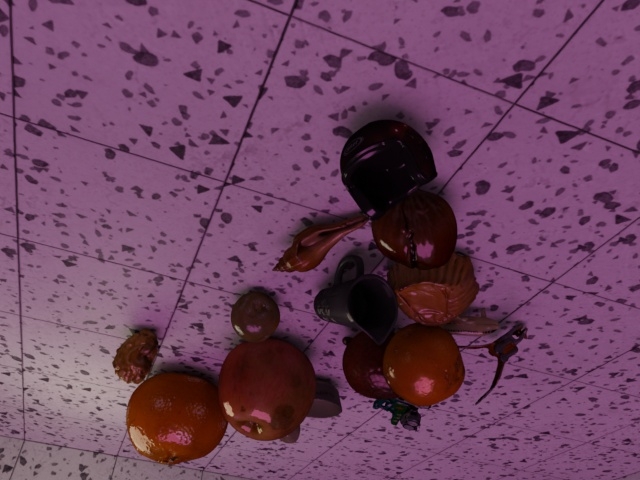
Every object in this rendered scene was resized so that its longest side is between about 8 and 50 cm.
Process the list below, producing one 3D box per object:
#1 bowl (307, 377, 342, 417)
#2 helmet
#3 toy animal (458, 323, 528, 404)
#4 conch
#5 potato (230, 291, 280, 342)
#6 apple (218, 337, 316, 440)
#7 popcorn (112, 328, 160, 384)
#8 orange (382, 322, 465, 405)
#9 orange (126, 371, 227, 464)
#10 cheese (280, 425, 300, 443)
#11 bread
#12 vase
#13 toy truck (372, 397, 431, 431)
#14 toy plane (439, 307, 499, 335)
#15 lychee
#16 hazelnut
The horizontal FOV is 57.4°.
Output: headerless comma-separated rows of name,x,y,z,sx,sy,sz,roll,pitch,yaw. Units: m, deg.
bowl,-0.015,0.631,2.362,0.212,0.112,0.211,3,141,2
helmet,0.143,-0.160,1.259,0.216,0.193,0.189,20,138,-37
toy animal,0.561,0.327,1.834,0.302,0.225,0.284,-27,164,-33
conch,0.000,-0.002,1.578,0.330,0.093,0.109,-35,112,14
potato,-0.215,0.254,1.887,0.157,0.157,0.194,12,155,-9
apple,-0.193,0.534,2.082,0.364,0.363,0.363,3,142,2
popcorn,-0.661,0.410,2.101,0.140,0.194,0.163,25,179,-17
orange,0.302,0.364,1.732,0.246,0.246,0.246,3,142,2
orange,-0.581,0.727,2.369,0.424,0.326,0.423,4,144,3
cheese,-0.175,0.732,2.379,0.328,0.129,0.351,24,155,41
bread,0.318,0.141,1.672,0.274,0.149,0.274,8,141,7
vase,0.084,0.171,1.687,0.156,0.250,0.301,-5,175,-25
toy truck,0.327,0.602,2.251,0.178,0.176,0.363,18,143,2
toy plane,0.437,0.266,1.853,0.245,0.092,0.229,-8,154,6
lychee,0.184,0.404,1.962,0.255,0.300,0.255,-26,144,-20
hazelnut,0.228,-0.027,1.438,0.212,0.181,0.181,3,163,18
